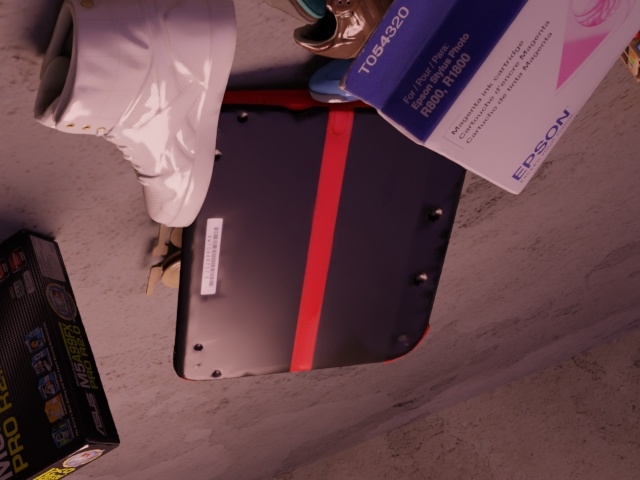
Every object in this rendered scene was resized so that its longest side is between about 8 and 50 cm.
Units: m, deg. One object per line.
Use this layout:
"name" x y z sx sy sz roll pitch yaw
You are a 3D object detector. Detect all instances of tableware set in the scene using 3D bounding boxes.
"tableware set" -0.163 0.001 1.176 0.128 0.039 0.194 -11 153 -24

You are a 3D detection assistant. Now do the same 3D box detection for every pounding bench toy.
"pounding bench toy" 0.436 -0.259 1.172 0.083 0.052 0.065 -26 155 5

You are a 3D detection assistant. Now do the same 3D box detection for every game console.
"game console" 0.000 0.000 1.093 0.342 0.060 0.386 -2 122 -18

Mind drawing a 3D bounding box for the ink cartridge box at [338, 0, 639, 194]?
"ink cartridge box" 0.212 -0.221 0.903 0.324 0.071 0.330 -55 148 13

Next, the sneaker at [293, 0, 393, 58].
"sneaker" 0.039 -0.237 0.846 0.071 0.066 0.188 -6 149 -32

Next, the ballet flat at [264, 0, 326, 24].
"ballet flat" -0.059 -0.250 0.756 0.068 0.072 0.213 -2 161 20

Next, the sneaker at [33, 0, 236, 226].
"sneaker" -0.187 -0.116 0.857 0.169 0.108 0.292 -10 142 -24

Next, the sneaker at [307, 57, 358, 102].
"sneaker" 0.080 -0.211 0.953 0.209 0.069 0.082 -19 129 3

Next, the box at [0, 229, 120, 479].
"box" -0.363 0.157 1.030 0.216 0.270 0.060 -30 156 15
